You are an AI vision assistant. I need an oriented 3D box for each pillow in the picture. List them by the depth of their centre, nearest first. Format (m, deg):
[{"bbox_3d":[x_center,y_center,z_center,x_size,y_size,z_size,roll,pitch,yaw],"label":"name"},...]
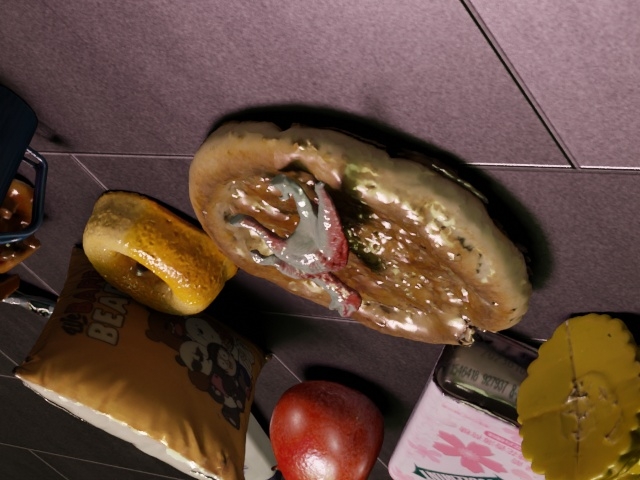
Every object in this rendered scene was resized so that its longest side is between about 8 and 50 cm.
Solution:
[{"bbox_3d":[-0.208,0.154,2.025,0.312,0.310,0.119,30,119,-11],"label":"pillow"}]

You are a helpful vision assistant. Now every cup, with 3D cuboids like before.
[{"bbox_3d":[-0.379,-0.081,1.821,0.176,0.155,0.131,32,155,-19],"label":"cup"}]

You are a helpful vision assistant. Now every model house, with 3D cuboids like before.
[{"bbox_3d":[-0.468,0.043,2.044,0.199,0.229,0.220,11,150,20],"label":"model house"}]

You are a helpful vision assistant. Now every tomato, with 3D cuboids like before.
[{"bbox_3d":[0.012,0.257,2.154,0.167,0.167,0.167,21,156,10],"label":"tomato"}]

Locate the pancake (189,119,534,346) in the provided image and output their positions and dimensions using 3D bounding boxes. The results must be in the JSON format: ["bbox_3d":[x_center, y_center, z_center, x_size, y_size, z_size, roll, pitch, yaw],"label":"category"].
[{"bbox_3d":[0.046,0.002,1.688,0.382,0.071,0.382,22,155,10],"label":"pancake"}]

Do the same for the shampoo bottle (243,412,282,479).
[{"bbox_3d":[-0.161,0.268,2.411,0.134,0.078,0.359,5,150,21],"label":"shampoo bottle"}]

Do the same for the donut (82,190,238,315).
[{"bbox_3d":[-0.198,0.023,1.957,0.190,0.075,0.174,39,153,-27],"label":"donut"}]

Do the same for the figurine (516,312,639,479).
[{"bbox_3d":[0.370,0.228,1.746,0.315,0.168,0.187,32,-161,-35],"label":"figurine"}]

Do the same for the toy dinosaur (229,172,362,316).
[{"bbox_3d":[0.000,0.000,1.591,0.167,0.053,0.242,33,153,-8],"label":"toy dinosaur"}]

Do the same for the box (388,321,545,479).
[{"bbox_3d":[0.201,0.226,1.960,0.190,0.112,0.370,24,154,3],"label":"box"}]

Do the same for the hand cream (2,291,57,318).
[{"bbox_3d":[-0.468,0.059,2.337,0.247,0.052,0.075,22,179,-7],"label":"hand cream"}]
